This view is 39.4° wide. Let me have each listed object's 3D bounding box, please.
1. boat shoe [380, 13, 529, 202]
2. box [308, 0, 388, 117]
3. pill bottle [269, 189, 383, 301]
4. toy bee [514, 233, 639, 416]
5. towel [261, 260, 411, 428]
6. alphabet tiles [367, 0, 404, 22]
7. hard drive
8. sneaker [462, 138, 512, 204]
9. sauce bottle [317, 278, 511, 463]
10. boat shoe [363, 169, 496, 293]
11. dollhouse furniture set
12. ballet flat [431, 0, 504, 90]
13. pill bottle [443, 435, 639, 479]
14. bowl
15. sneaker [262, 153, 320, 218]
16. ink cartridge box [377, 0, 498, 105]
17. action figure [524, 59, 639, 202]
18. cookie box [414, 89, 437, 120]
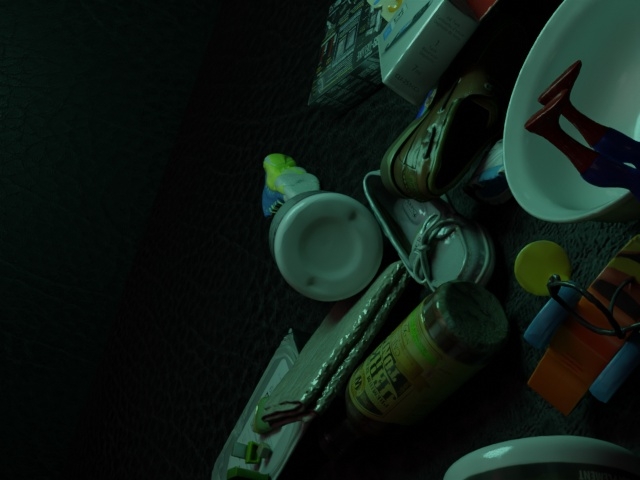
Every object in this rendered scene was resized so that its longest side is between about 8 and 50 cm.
[{"bbox_3d":[0.208,-0.176,1.195,0.307,0.111,0.104,-58,29,-11],"label":"boat shoe"},{"bbox_3d":[0.096,-0.401,1.705,0.307,0.077,0.242,-27,48,59],"label":"box"},{"bbox_3d":[0.000,0.000,1.423,0.283,0.160,0.160,-140,71,-82],"label":"pill bottle"},{"bbox_3d":[0.278,0.065,0.802,0.162,0.195,0.298,-44,0,-13],"label":"toy bee"},{"bbox_3d":[0.025,0.154,1.312,0.282,0.049,0.187,-53,9,-25],"label":"towel"},{"bbox_3d":[0.186,-0.505,1.532,0.278,0.021,0.284,-46,45,13],"label":"alphabet tiles"},{"bbox_3d":[-0.082,0.347,1.504,0.339,0.064,0.237,-62,23,20],"label":"hard drive"},{"bbox_3d":[0.250,-0.103,1.126,0.191,0.071,0.083,-10,56,64],"label":"sneaker"},{"bbox_3d":[0.104,0.186,1.156,0.344,0.111,0.111,-53,28,40],"label":"sauce bottle"},{"bbox_3d":[0.143,-0.011,1.238,0.118,0.103,0.320,-61,24,21],"label":"boat shoe"},{"bbox_3d":[-0.108,0.312,1.431,0.076,0.059,0.151,-36,40,53],"label":"dollhouse furniture set"},{"bbox_3d":[0.220,-0.297,1.344,0.188,0.070,0.070,-62,23,-2],"label":"ballet flat"},{"bbox_3d":[0.197,0.344,0.716,0.188,0.188,0.334,-45,34,46],"label":"pill bottle"},{"bbox_3d":[0.327,-0.136,0.890,0.298,0.134,0.298,-49,30,41],"label":"bowl"},{"bbox_3d":[-0.062,-0.084,1.817,0.240,0.091,0.126,-120,35,-61],"label":"sneaker"},{"bbox_3d":[0.184,-0.344,1.263,0.261,0.066,0.296,-52,13,20],"label":"ink cartridge box"},{"bbox_3d":[0.312,-0.047,0.697,0.139,0.280,0.091,-43,7,43],"label":"action figure"},{"bbox_3d":[0.184,-0.182,1.371,0.107,0.040,0.092,-63,24,16],"label":"cookie box"}]
